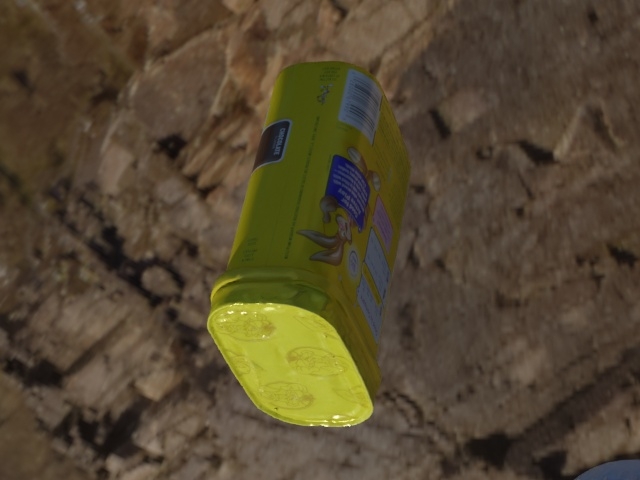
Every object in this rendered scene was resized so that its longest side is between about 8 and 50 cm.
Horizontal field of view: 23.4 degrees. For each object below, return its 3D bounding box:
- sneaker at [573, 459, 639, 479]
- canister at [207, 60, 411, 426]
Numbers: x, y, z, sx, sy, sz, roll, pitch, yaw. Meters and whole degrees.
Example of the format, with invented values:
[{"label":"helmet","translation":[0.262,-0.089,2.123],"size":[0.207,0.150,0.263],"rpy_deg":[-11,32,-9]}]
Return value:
[{"label":"sneaker","translation":[0.250,0.191,0.786],"size":[0.366,0.210,0.137],"rpy_deg":[25,98,-14]},{"label":"canister","translation":[0.000,0.000,0.863],"size":[0.073,0.170,0.126],"rpy_deg":[-2,143,20]}]
